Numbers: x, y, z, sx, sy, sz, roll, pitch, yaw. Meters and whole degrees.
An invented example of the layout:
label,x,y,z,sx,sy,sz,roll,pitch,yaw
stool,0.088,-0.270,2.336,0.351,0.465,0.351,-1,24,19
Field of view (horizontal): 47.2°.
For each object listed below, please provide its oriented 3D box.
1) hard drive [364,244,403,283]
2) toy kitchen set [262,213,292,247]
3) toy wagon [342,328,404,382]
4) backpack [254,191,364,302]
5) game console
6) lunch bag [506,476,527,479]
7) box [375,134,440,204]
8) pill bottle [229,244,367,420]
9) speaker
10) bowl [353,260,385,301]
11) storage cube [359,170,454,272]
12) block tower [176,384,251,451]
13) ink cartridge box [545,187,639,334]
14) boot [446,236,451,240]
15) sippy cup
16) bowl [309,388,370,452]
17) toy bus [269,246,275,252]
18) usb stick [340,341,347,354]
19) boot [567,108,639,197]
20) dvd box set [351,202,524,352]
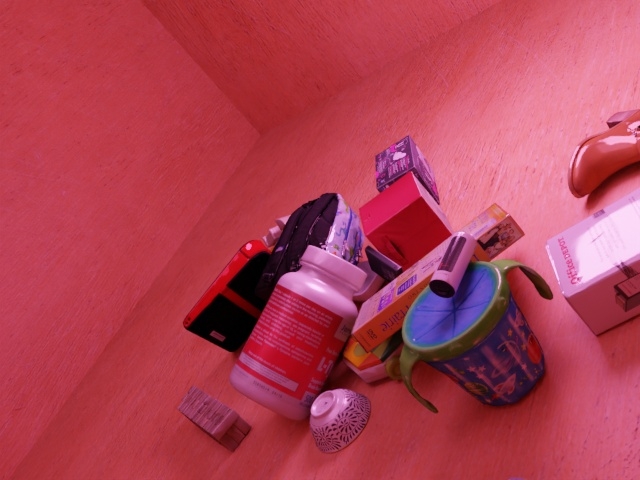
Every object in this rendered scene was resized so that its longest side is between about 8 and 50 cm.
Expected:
label,x,y,z,sx,sy,sz,roll,pitch,yaw
hard drive,0.179,0.078,2.014,0.022,0.094,0.135,-39,46,-17
toy kitchen set,-0.074,0.025,2.453,0.122,0.207,0.166,-19,-17,-37
toy wagon,0.203,0.204,1.842,0.344,0.068,0.267,-46,22,-7
backpack,-0.010,0.021,2.211,0.290,0.273,0.356,-23,47,38
game console,-0.248,0.182,2.321,0.060,0.386,0.342,40,85,25
lunch bag,0.330,0.437,1.212,0.071,0.053,0.083,-12,46,56
box,0.277,-0.197,2.334,0.142,0.163,0.247,-30,25,20
pill bottle,-0.047,0.230,1.879,0.408,0.229,0.229,-63,24,-5
speaker,0.262,0.048,1.443,0.055,0.055,0.136,-17,32,48
bowl,0.131,0.124,2.136,0.142,0.053,0.142,-53,23,-24
storage cube,0.244,-0.048,2.085,0.193,0.184,0.215,-36,22,15
block tower,-0.314,0.514,2.127,0.091,0.097,0.335,-50,21,-18
ink cartridge box,0.606,0.021,1.414,0.289,0.121,0.211,-33,23,23
boot,0.340,0.050,1.870,0.086,0.069,0.190,-26,21,-6
sippy cup,0.317,0.199,1.443,0.305,0.224,0.240,-30,23,29
bowl,0.029,0.411,1.742,0.170,0.080,0.170,-36,22,17
toy bus,-0.228,0.164,2.574,0.332,0.130,0.108,-38,22,13
usb stick,-0.034,0.337,2.035,0.278,0.045,0.077,-34,24,22
boot,0.723,-0.202,1.686,0.283,0.109,0.220,-42,24,-18
dvd box set,0.262,0.075,1.675,0.420,0.062,0.307,-39,1,10
